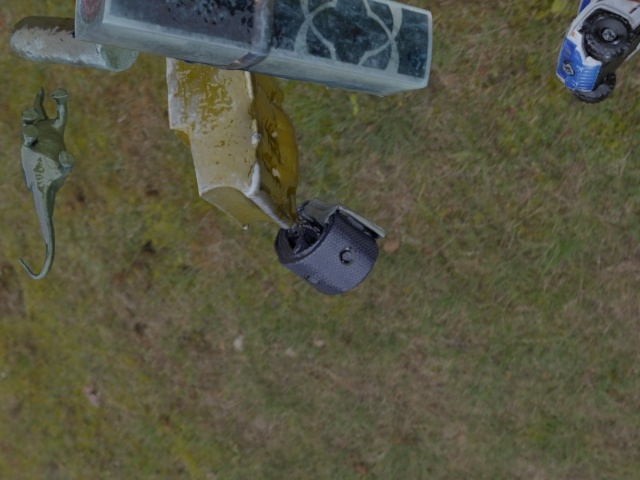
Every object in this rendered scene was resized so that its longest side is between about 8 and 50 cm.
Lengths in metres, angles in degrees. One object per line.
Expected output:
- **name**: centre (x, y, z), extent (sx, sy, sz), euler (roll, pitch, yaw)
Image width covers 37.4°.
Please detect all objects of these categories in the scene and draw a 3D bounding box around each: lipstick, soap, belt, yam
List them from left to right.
- **yam**: centre (-0.455, -0.363, 1.734), extent (0.259, 0.093, 0.093), euler (13, 120, 32)
- **soap**: centre (-0.116, -0.155, 1.361), extent (0.142, 0.281, 0.259), euler (-11, 79, 4)
- **lipstick**: centre (-0.041, -0.170, 0.743), extent (0.076, 0.289, 0.078), euler (-2, 85, 57)
- **belt**: centre (0.000, 0.000, 1.535), extent (0.126, 0.230, 0.140), euler (37, 86, -18)

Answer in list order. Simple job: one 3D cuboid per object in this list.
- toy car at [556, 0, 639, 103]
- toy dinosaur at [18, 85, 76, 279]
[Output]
- **toy car**: centre (0.258, -0.193, 0.774), extent (0.070, 0.170, 0.080), euler (45, 168, 19)
- **toy dinosaur**: centre (-0.416, -0.126, 1.430), extent (0.076, 0.363, 0.147), euler (1, 149, -21)
